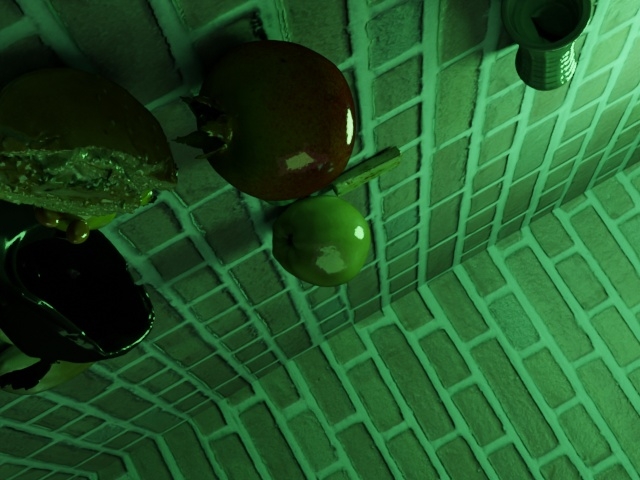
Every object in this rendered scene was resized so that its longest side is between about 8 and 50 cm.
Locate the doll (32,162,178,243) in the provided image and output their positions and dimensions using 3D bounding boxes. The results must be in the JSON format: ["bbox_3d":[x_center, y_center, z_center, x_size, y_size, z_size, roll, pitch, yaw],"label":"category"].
[{"bbox_3d":[-0.307,-0.071,1.423,0.135,0.143,0.221,-41,168,37],"label":"doll"}]

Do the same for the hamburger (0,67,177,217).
[{"bbox_3d":[-0.290,-0.126,1.245,0.144,0.156,0.283,-17,165,27],"label":"hamburger"}]

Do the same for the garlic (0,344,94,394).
[{"bbox_3d":[-0.508,0.220,2.025,0.318,0.112,0.143,-31,165,-43],"label":"garlic"}]

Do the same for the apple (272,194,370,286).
[{"bbox_3d":[0.000,0.000,2.097,0.200,0.200,0.200,-28,164,-9],"label":"apple"}]

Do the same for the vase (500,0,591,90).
[{"bbox_3d":[0.385,-0.348,1.815,0.143,0.143,0.299,-32,167,6],"label":"vase"}]

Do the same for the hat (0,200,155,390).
[{"bbox_3d":[-0.427,0.081,1.541,0.209,0.238,0.336,-27,151,20],"label":"hat"}]

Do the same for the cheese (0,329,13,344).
[{"bbox_3d":[-0.513,0.109,1.736,0.127,0.054,0.251,-35,156,3],"label":"cheese"}]

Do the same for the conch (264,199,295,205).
[{"bbox_3d":[-0.053,-0.143,1.677,0.188,0.122,0.176,-28,143,-16],"label":"conch"}]

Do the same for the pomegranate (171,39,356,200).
[{"bbox_3d":[-0.073,-0.161,1.413,0.257,0.221,0.221,-14,157,-40],"label":"pomegranate"}]

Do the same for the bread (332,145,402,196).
[{"bbox_3d":[0.092,-0.137,2.118,0.154,0.028,0.068,-27,166,-5],"label":"bread"}]
